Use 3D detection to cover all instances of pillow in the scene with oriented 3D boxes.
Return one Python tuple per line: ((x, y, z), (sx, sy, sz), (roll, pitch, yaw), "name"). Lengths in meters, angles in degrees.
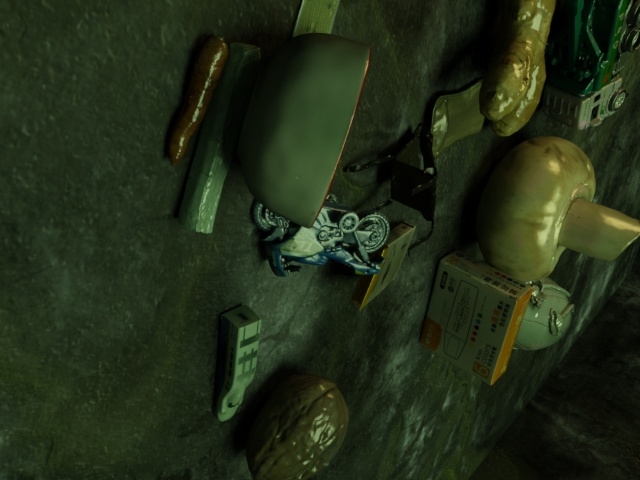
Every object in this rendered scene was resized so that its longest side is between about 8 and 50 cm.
((0.275, -0.243, 1.286), (0.217, 0.033, 0.130), (-31, 133, -40), "pillow")

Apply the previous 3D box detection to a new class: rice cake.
((-0.127, -0.127, 0.820), (0.042, 0.045, 0.245), (-3, 118, -53), "rice cake")

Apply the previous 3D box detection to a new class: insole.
((0.016, -0.374, 0.860), (0.109, 0.007, 0.322), (-7, 120, -51), "insole")

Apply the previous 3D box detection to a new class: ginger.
((0.392, -0.382, 1.256), (0.363, 0.122, 0.348), (1, 106, -62), "ginger")

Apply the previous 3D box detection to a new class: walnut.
((-0.046, 0.353, 1.206), (0.230, 0.178, 0.178), (-49, 146, -7), "walnut")

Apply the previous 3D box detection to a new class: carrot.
((-0.148, -0.165, 0.775), (0.035, 0.035, 0.165), (2, 116, -54), "carrot")

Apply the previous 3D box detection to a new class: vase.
((0.543, 0.184, 1.820), (0.445, 0.250, 0.250), (20, 99, -54), "vase")

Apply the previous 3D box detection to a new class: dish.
((-0.032, -0.148, 0.813), (0.256, 0.117, 0.256), (-162, -90, -83), "dish")

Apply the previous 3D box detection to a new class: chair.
((0.155, -0.099, 1.144), (0.213, 0.149, 0.174), (-40, 141, -35), "chair")

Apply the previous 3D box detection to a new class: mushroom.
((0.535, -0.054, 1.566), (0.325, 0.353, 0.353), (-43, 155, 26), "mushroom")

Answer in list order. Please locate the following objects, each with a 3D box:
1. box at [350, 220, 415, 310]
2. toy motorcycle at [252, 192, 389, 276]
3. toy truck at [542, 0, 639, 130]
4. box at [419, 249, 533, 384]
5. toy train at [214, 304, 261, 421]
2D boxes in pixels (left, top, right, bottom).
((0.119, 0.042, 1.233), (0.129, 0.033, 0.247), (-69, 165, 16), "box")
((0.000, 0.000, 1.028), (0.254, 0.092, 0.136), (10, 110, -30), "toy motorcycle")
((0.605, -0.427, 1.484), (0.178, 0.176, 0.363), (-36, 141, -19), "toy truck")
((0.373, 0.187, 1.588), (0.091, 0.220, 0.274), (-28, 133, -42), "box")
((-0.139, 0.217, 1.069), (0.052, 0.051, 0.234), (-19, 129, -40), "toy train")
